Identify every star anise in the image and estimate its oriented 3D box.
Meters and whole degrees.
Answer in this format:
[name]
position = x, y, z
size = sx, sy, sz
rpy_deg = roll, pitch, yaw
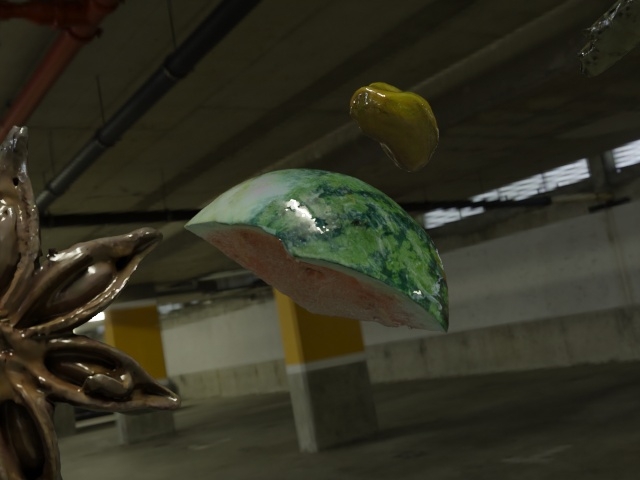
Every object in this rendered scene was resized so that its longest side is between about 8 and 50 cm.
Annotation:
[star anise]
position = -0.163, 0.040, 0.396
size = 0.208, 0.172, 0.063
rpy_deg = 36, -18, -20

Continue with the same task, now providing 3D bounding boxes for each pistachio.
[pistachio]
position = 0.122, -0.186, 1.182
size = 0.110, 0.100, 0.189
rpy_deg = -6, -35, 39

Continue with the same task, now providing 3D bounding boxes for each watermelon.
[watermelon]
position = 0.000, 0.000, 0.899
size = 0.260, 0.256, 0.176
rpy_deg = 35, -77, -29

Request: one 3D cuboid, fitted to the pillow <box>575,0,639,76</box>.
[pillow]
position = 0.491, -0.354, 1.211
size = 0.093, 0.051, 0.241
rpy_deg = 17, -38, -28
